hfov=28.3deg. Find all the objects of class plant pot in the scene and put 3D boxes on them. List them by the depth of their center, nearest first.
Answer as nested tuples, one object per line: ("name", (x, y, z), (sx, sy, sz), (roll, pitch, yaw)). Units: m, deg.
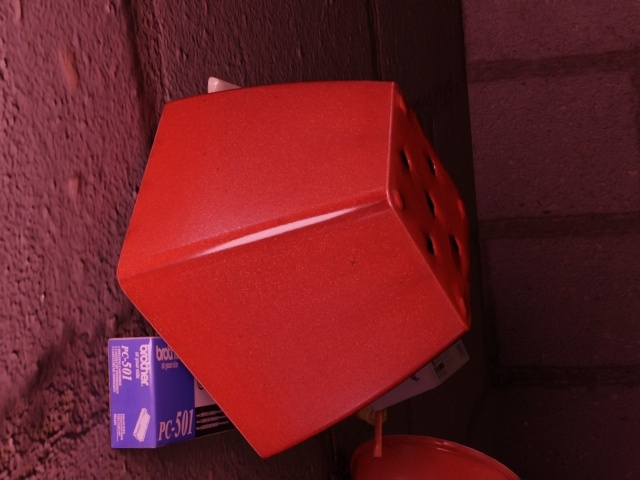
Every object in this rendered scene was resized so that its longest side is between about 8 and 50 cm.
("plant pot", (0.000, 0.000, 1.193), (0.267, 0.235, 0.267), (55, 26, -34))
("plant pot", (0.139, 0.458, 1.781), (0.272, 0.272, 0.265), (70, 31, -47))

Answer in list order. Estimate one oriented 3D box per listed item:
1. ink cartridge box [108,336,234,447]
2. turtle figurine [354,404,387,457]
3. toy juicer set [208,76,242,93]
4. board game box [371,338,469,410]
("ink cartridge box", (-0.135, 0.138, 1.192), (0.207, 0.046, 0.097), (12, 76, -74))
("turtle figurine", (0.044, 0.171, 1.725), (0.270, 0.087, 0.217), (68, 17, 15))
("toy juicer set", (-0.043, -0.053, 1.471), (0.209, 0.089, 0.329), (-55, 140, -65))
("board game box", (0.076, 0.053, 1.675), (0.303, 0.097, 0.224), (66, 15, 5))
